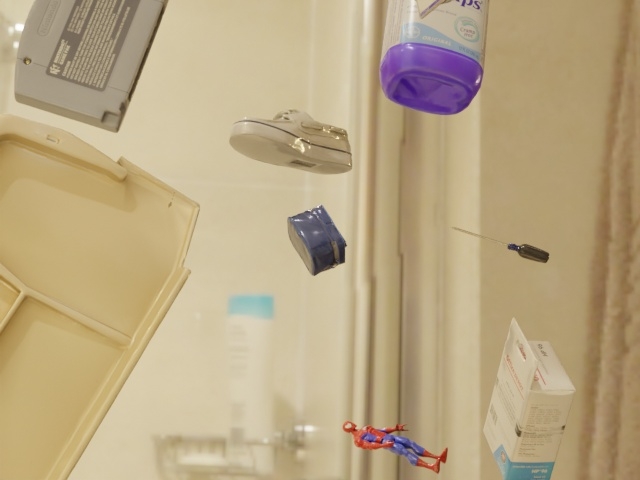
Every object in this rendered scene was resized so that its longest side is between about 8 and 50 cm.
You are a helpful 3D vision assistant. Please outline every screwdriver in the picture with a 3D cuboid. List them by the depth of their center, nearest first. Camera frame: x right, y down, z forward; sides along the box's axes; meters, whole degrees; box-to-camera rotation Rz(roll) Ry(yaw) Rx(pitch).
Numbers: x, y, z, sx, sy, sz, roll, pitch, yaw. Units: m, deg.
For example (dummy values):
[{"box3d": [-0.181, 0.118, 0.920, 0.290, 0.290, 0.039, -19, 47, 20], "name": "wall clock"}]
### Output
[{"box3d": [0.299, 0.007, 1.822, 0.170, 0.025, 0.024, 14, -38, 1], "name": "screwdriver"}]

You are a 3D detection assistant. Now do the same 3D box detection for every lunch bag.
[{"box3d": [0.000, 0.000, 1.608, 0.065, 0.098, 0.067, -24, -29, -14], "name": "lunch bag"}]

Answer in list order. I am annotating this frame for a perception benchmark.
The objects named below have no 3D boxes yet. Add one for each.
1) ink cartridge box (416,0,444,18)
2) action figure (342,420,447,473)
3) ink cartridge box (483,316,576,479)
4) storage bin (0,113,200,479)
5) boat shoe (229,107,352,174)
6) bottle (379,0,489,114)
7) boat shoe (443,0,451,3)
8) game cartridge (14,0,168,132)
[{"box3d": [0.107, -0.282, 0.709, 0.045, 0.208, 0.206, -7, -13, -31], "name": "ink cartridge box"}, {"box3d": [0.076, 0.214, 1.159, 0.115, 0.030, 0.038, 13, 30, 22], "name": "action figure"}, {"box3d": [0.119, 0.090, 0.617, 0.028, 0.083, 0.048, 2, 30, -11], "name": "ink cartridge box"}, {"box3d": [-0.195, 0.093, 0.589, 0.123, 0.260, 0.262, 32, -24, -8], "name": "storage bin"}, {"box3d": [-0.045, -0.176, 1.816, 0.268, 0.088, 0.096, 10, -17, -42], "name": "boat shoe"}, {"box3d": [0.141, -0.287, 1.291, 0.118, 0.282, 0.092, 14, -27, -8], "name": "bottle"}, {"box3d": [0.067, -0.292, 0.965, 0.094, 0.109, 0.302, -42, -22, -4], "name": "boat shoe"}, {"box3d": [-0.374, -0.332, 1.770, 0.198, 0.297, 0.062, 16, -21, 1], "name": "game cartridge"}]
